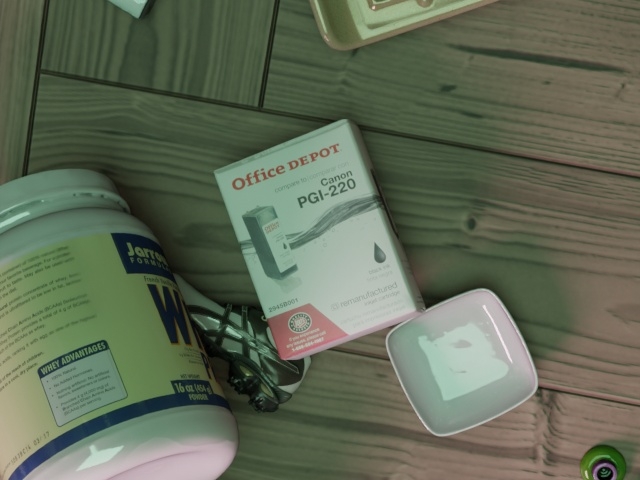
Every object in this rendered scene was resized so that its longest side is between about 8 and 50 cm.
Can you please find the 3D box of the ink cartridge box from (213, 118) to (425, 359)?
[{"bbox_3d":[0.000,0.000,1.503,0.158,0.092,0.218,-21,82,8],"label":"ink cartridge box"}]

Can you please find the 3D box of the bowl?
[{"bbox_3d":[0.156,0.129,1.555,0.142,0.053,0.142,-26,96,9],"label":"bowl"}]

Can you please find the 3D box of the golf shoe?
[{"bbox_3d":[-0.096,0.096,1.570,0.094,0.077,0.198,-44,93,-12],"label":"golf shoe"}]

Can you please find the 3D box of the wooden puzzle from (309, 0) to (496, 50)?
[{"bbox_3d":[0.122,-0.397,1.461,0.348,0.080,0.322,-18,98,3],"label":"wooden puzzle"}]

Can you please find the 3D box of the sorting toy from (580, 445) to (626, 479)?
[{"bbox_3d":[0.316,0.283,1.573,0.061,0.042,0.102,9,100,3],"label":"sorting toy"}]

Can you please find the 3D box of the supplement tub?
[{"bbox_3d":[-0.243,0.114,1.446,0.235,0.235,0.325,-29,68,9],"label":"supplement tub"}]

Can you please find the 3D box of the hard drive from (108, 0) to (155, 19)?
[{"bbox_3d":[-0.283,-0.426,1.500,0.353,0.047,0.233,31,101,-1],"label":"hard drive"}]
